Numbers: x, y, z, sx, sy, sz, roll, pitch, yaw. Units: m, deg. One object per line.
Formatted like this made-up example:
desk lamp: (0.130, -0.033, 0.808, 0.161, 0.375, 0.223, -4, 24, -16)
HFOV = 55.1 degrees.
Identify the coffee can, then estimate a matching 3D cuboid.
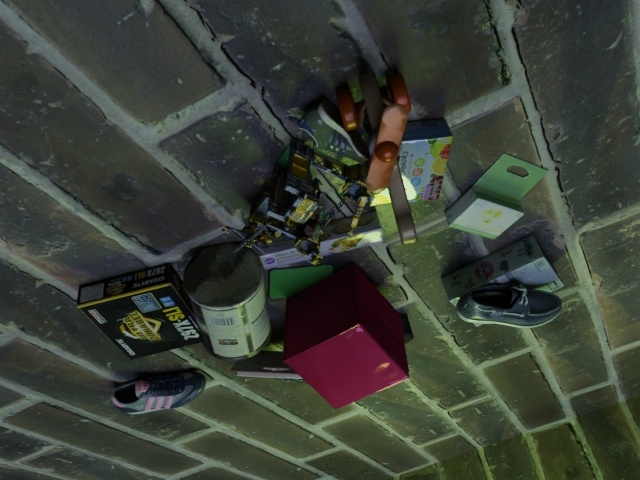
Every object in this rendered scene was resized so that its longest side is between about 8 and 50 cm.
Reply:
coffee can: (-0.240, 0.169, 1.636, 0.202, 0.201, 0.275, -8, 142, -6)

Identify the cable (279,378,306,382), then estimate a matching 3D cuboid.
cable: (-0.036, 0.486, 2.233, 0.288, 0.072, 0.139, 10, 156, -7)

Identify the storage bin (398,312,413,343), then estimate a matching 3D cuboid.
storage bin: (0.207, 0.318, 2.040, 0.122, 0.084, 0.180, 17, 135, -32)

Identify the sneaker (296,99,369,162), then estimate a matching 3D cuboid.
sneaker: (0.024, -0.223, 1.332, 0.086, 0.064, 0.192, -23, 141, 25)

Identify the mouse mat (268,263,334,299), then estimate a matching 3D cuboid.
mouse mat: (-0.057, 0.121, 1.783, 0.190, 0.007, 0.152, -6, 142, -10)

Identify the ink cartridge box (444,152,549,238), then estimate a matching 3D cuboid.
ink cartridge box: (0.463, -0.107, 1.598, 0.171, 0.056, 0.235, 14, 137, -29)

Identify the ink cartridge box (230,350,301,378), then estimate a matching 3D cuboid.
ink cartridge box: (-0.128, 0.403, 1.920, 0.276, 0.060, 0.239, 2, -174, 3)

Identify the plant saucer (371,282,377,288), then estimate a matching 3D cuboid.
plant saucer: (0.133, 0.157, 1.873, 0.084, 0.013, 0.083, -7, 141, -6)

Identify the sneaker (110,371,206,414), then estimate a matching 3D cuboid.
sneaker: (-0.546, 0.503, 2.048, 0.319, 0.112, 0.131, -19, 144, 7)

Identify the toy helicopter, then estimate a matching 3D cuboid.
toy helicopter: (0.139, -0.155, 1.209, 0.140, 0.235, 0.354, -16, 103, 5)

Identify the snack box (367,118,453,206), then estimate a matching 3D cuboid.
snack box: (0.199, -0.177, 1.424, 0.175, 0.070, 0.207, -6, 140, -6)

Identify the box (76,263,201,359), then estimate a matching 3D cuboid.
box: (-0.482, 0.207, 1.723, 0.257, 0.079, 0.322, -15, 142, 1)

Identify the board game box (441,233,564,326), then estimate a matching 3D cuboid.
board game box: (0.560, 0.129, 1.887, 0.304, 0.097, 0.224, -30, 138, 19)

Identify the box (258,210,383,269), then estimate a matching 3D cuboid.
box: (0.000, 0.000, 1.598, 0.324, 0.067, 0.063, -12, 141, 2)

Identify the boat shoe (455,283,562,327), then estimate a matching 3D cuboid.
boat shoe: (0.561, 0.182, 1.786, 0.320, 0.116, 0.099, 0, 144, -6)

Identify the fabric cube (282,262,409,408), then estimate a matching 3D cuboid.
fabric cube: (0.070, 0.274, 1.755, 0.254, 0.259, 0.258, -30, 122, 21)

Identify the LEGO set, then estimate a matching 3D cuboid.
LEGO set: (-0.040, -0.050, 1.388, 0.255, 0.192, 0.331, 31, 130, -25)
